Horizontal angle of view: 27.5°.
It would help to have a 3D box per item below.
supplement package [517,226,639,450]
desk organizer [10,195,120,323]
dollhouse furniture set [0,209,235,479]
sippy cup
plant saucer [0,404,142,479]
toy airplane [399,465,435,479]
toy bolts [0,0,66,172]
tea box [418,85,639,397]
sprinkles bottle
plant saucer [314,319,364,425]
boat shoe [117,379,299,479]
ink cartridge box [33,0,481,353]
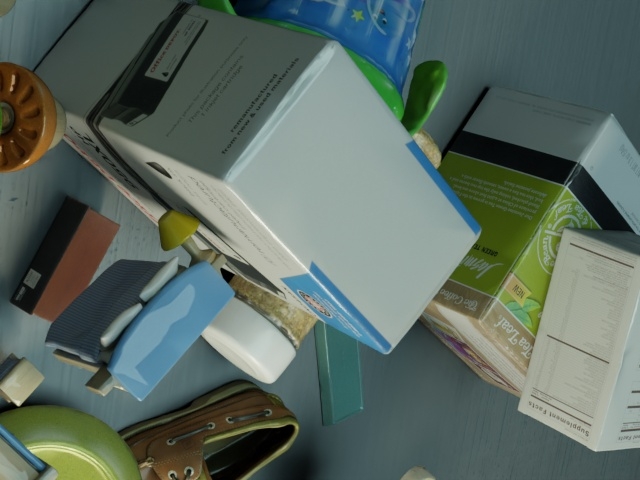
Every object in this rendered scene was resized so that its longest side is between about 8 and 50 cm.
[{"bbox_3d":[0.361,0.120,1.614,0.133,0.139,0.244,3,105,-39],"label":"supplement package"},{"bbox_3d":[-0.273,0.024,1.403,0.050,0.047,0.130,33,83,-44],"label":"desk organizer"},{"bbox_3d":[-0.283,0.061,1.264,0.303,0.286,0.198,-48,115,-19],"label":"dollhouse furniture set"},{"bbox_3d":[0.015,-0.252,1.451,0.305,0.240,0.224,63,48,-68],"label":"sippy cup"},{"bbox_3d":[-0.307,0.299,1.422,0.240,0.037,0.241,-6,107,-20],"label":"plant saucer"},{"bbox_3d":[-0.021,0.475,1.658,0.386,0.272,0.384,-46,167,-30],"label":"toy airplane"},{"bbox_3d":[-0.354,-0.170,1.226,0.158,0.218,0.229,-4,87,-67],"label":"toy bolts"},{"bbox_3d":[0.300,0.025,1.771,0.329,0.220,0.324,41,78,-41],"label":"tea box"},{"bbox_3d":[0.000,0.000,1.577,0.355,0.121,0.121,-52,130,-15],"label":"sprinkles bottle"},{"bbox_3d":[0.027,0.153,1.720,0.067,0.018,0.192,-21,116,-34],"label":"plant saucer"},{"bbox_3d":[-0.164,0.266,1.536,0.307,0.104,0.111,-33,125,-27],"label":"boat shoe"},{"bbox_3d":[-0.079,-0.082,1.301,0.166,0.395,0.285,-52,130,-11],"label":"ink cartridge box"}]
